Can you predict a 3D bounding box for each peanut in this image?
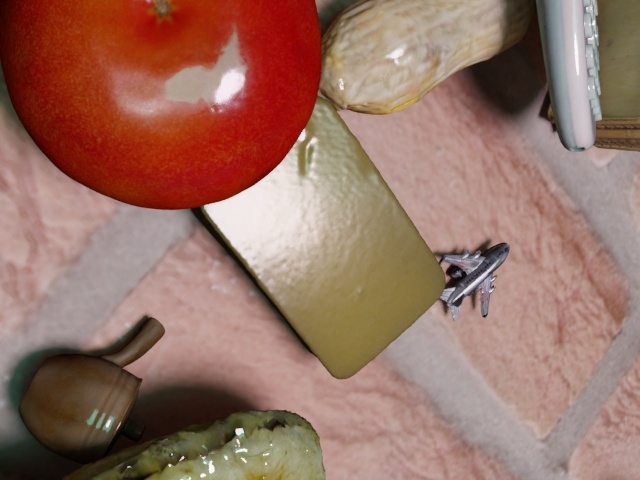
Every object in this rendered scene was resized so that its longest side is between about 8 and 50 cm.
[{"bbox_3d":[0.082,-0.159,0.557,0.207,0.087,0.087,-31,113,-20],"label":"peanut"}]

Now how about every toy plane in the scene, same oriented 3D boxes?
[{"bbox_3d":[0.139,0.031,0.657,0.083,0.031,0.078,-47,118,-13],"label":"toy plane"}]

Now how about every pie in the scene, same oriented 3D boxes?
[{"bbox_3d":[-0.126,0.249,0.508,0.323,0.070,0.323,-19,128,-27],"label":"pie"}]

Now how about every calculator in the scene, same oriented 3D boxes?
[{"bbox_3d":[0.191,-0.217,0.571,0.184,0.042,0.295,4,82,-66],"label":"calculator"}]

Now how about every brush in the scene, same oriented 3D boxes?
[{"bbox_3d":[0.000,0.000,0.557,0.123,0.059,0.197,-42,115,-13],"label":"brush"}]

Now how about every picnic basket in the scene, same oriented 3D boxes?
[{"bbox_3d":[0.287,-0.162,0.652,0.080,0.115,0.164,19,90,-31],"label":"picnic basket"}]

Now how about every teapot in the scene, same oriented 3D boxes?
[{"bbox_3d":[-0.151,0.100,0.506,0.080,0.085,0.110,28,55,-8],"label":"teapot"}]

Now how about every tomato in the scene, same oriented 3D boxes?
[{"bbox_3d":[-0.091,-0.115,0.426,0.195,0.136,0.195,0,92,-9],"label":"tomato"}]
